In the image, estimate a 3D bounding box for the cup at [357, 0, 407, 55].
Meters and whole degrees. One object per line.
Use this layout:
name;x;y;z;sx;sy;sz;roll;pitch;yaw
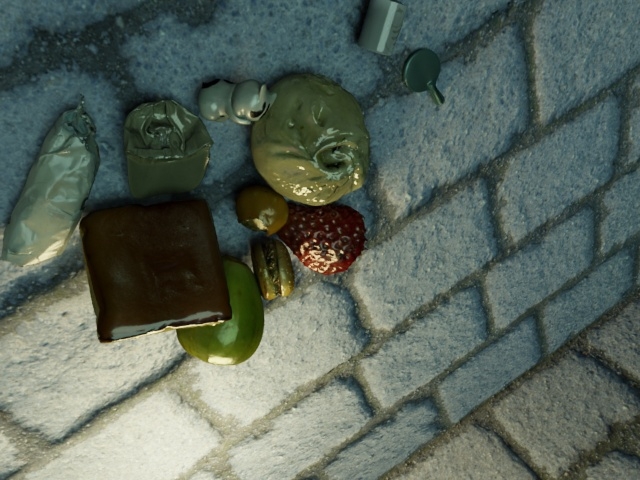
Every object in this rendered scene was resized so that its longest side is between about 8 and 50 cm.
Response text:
cup;0.178;-0.565;1.390;0.136;0.099;0.133;3;118;-31

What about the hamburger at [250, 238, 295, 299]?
hamburger;-0.142;0.080;1.570;0.118;0.182;0.191;-18;131;-12

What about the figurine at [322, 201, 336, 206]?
figurine;0.049;-0.093;1.667;0.106;0.047;0.060;37;55;-36

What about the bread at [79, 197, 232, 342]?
bread;-0.415;0.077;1.325;0.323;0.143;0.333;-11;80;-26

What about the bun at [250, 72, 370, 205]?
bun;-0.020;-0.255;1.397;0.326;0.234;0.362;-27;124;-6

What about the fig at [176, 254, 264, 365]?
fig;-0.288;0.203;1.539;0.258;0.258;0.326;3;101;-32

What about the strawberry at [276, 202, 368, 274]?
strawberry;0.018;-0.005;1.600;0.253;0.150;0.280;-29;132;14

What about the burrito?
burrito;-0.606;-0.125;1.217;0.139;0.101;0.446;20;108;-34

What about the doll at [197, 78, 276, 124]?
doll;-0.206;-0.336;1.271;0.110;0.180;0.107;-26;121;-73

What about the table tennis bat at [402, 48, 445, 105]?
table tennis bat;0.321;-0.481;1.576;0.124;0.033;0.201;-44;129;4

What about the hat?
hat;-0.397;-0.222;1.304;0.214;0.149;0.244;-12;162;-32

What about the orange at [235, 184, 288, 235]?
orange;-0.168;-0.081;1.477;0.156;0.134;0.157;4;132;4
